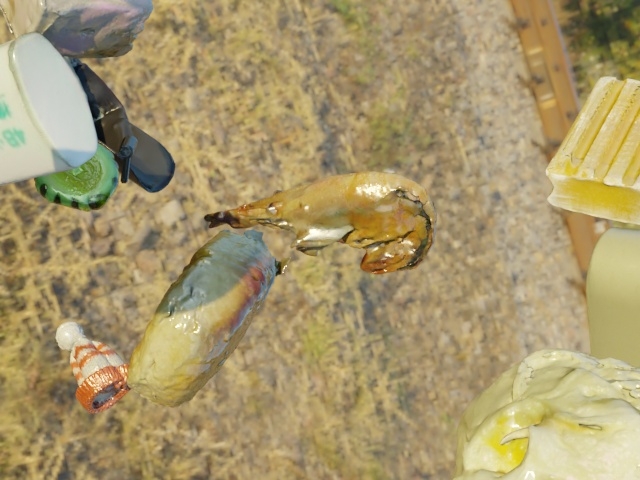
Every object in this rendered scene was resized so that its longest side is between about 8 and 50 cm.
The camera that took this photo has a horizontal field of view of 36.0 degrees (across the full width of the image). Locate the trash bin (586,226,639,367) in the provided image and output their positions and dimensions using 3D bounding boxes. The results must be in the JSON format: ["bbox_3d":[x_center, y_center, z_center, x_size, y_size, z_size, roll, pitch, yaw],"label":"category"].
[{"bbox_3d":[0.403,0.107,0.982,0.121,0.248,0.243,-35,125,-41],"label":"trash bin"}]

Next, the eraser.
[{"bbox_3d":[-0.465,-0.172,1.395,0.189,0.290,0.104,63,38,-24],"label":"eraser"}]

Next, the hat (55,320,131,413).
[{"bbox_3d":[-0.401,0.209,1.712,0.162,0.112,0.094,53,14,25],"label":"hat"}]

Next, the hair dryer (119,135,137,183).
[{"bbox_3d":[-0.331,-0.132,1.672,0.047,0.026,0.083,-89,-168,-61],"label":"hair dryer"}]

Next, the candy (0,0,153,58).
[{"bbox_3d":[-0.362,-0.365,1.420,0.195,0.137,0.184,-8,63,-34],"label":"candy"}]

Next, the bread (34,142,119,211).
[{"bbox_3d":[-0.388,-0.110,1.561,0.071,0.139,0.129,128,-17,-71],"label":"bread"}]

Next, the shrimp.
[{"bbox_3d":[-0.006,-0.005,1.040,0.066,0.262,0.117,-37,114,-62],"label":"shrimp"}]

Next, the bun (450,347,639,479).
[{"bbox_3d":[0.182,0.186,0.735,0.141,0.239,0.239,39,34,-26],"label":"bun"}]

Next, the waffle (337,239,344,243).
[{"bbox_3d":[0.024,-0.016,1.604,0.029,0.083,0.075,-69,-167,-11],"label":"waffle"}]

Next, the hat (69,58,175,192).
[{"bbox_3d":[-0.463,-0.173,1.919,0.336,0.209,0.238,49,19,12],"label":"hat"}]

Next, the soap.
[{"bbox_3d":[0.490,-0.151,1.587,0.274,0.174,0.089,-52,146,-37],"label":"soap"}]

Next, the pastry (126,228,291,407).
[{"bbox_3d":[-0.192,0.135,1.595,0.136,0.329,0.329,32,24,1],"label":"pastry"}]
